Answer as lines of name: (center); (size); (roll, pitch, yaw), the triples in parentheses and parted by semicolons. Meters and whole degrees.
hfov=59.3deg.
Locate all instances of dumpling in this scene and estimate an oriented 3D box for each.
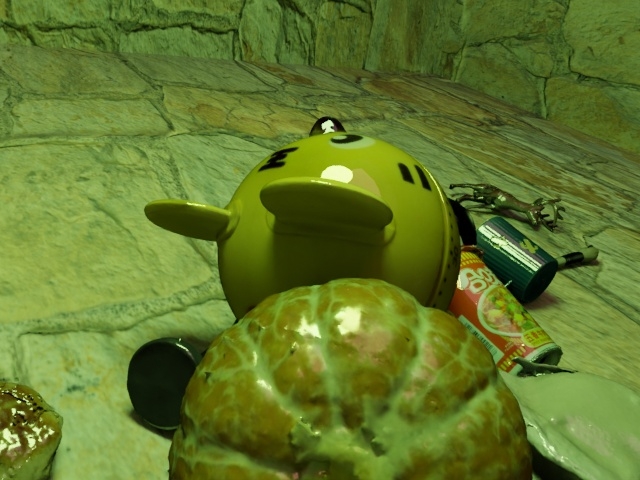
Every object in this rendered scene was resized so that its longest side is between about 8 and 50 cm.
dumpling: (0.321, 0.265, 0.667); (0.292, 0.163, 0.204); (31, 40, 6)

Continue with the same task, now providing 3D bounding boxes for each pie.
pie: (-0.368, 0.219, 0.581); (0.193, 0.079, 0.163); (-17, 42, -42)

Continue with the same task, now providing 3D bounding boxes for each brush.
brush: (0.559, 0.048, 1.317); (0.299, 0.042, 0.039); (-8, 73, -33)

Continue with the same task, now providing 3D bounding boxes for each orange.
orange: (0.024, 0.199, 0.529); (0.328, 0.330, 0.249); (14, -17, 4)

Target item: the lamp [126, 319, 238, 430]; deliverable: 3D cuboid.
lamp: (-0.134, 0.118, 0.829); (0.130, 0.109, 0.371); (24, 29, 14)

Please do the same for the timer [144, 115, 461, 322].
timer: (0.000, 0.000, 0.764); (0.386, 0.376, 0.376); (27, 11, -42)

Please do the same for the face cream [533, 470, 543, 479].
face cream: (0.195, 0.283, 0.653); (0.101, 0.102, 0.345); (-7, 33, -33)

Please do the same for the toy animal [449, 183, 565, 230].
toy animal: (0.515, -0.115, 1.564); (0.259, 0.087, 0.244); (-1, 31, -16)

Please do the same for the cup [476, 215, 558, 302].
cup: (0.380, 0.054, 1.164); (0.176, 0.131, 0.155); (-36, 50, -17)

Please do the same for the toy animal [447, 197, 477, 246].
toy animal: (0.195, 0.024, 1.058); (0.165, 0.187, 0.235); (35, 33, 15)

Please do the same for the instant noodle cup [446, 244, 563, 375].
instant noodle cup: (0.255, 0.141, 0.884); (0.193, 0.193, 0.212); (-9, 41, -35)
